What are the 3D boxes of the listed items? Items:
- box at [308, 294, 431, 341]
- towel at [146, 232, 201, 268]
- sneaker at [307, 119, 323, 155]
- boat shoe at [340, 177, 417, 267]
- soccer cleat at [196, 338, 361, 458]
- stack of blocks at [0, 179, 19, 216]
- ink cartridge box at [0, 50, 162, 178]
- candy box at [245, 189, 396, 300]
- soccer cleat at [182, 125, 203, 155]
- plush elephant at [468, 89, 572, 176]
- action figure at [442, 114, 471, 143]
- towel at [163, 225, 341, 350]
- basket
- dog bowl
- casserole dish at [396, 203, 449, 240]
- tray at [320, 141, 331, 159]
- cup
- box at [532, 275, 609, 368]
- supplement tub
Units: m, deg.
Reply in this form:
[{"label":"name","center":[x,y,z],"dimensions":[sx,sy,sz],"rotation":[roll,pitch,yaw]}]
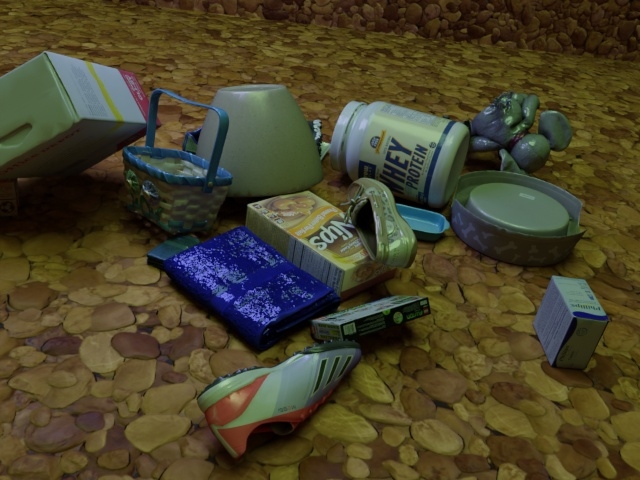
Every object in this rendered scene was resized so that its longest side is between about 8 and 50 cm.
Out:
[{"label":"box","center":[0.094,0.145,1.253],"dimensions":[0.207,0.036,0.114],"rotation":[-13,4,-30]},{"label":"towel","center":[-0.314,0.023,1.417],"dimensions":[0.067,0.029,0.119],"rotation":[18,31,20]},{"label":"sneaker","center":[-0.047,-0.293,1.905],"dimensions":[0.106,0.078,0.234],"rotation":[3,27,-2]},{"label":"boat shoe","center":[0.109,-0.048,1.393],"dimensions":[0.090,0.104,0.285],"rotation":[1,32,-23]},{"label":"soccer cleat","center":[-0.043,0.247,1.066],"dimensions":[0.318,0.108,0.116],"rotation":[-11,64,-42]},{"label":"stack of blocks","center":[-0.807,-0.160,1.547],"dimensions":[0.171,0.087,0.297],"rotation":[-6,34,-22]},{"label":"ink cartridge box","center":[-0.577,-0.266,1.469],"dimensions":[0.279,0.160,0.385],"rotation":[-25,3,12]},{"label":"candy box","center":[0.000,0.000,1.472],"dimensions":[0.183,0.087,0.317],"rotation":[-20,41,-40]},{"label":"soccer cleat","center":[-0.250,-0.293,1.838],"dimensions":[0.289,0.121,0.093],"rotation":[-25,51,-31]},{"label":"plush elephant","center":[0.592,-0.302,1.989],"dimensions":[0.272,0.255,0.330],"rotation":[-33,-4,4]},{"label":"action figure","center":[0.355,-0.340,2.083],"dimensions":[0.186,0.099,0.285],"rotation":[-25,26,-16]},{"label":"towel","center":[-0.138,0.079,1.322],"dimensions":[0.308,0.076,0.228],"rotation":[31,37,33]},{"label":"basket","center":[-0.313,-0.173,1.465],"dimensions":[0.255,0.288,0.201],"rotation":[24,15,39]},{"label":"dog bowl","center":[0.494,-0.058,1.674],"dimensions":[0.349,0.102,0.348],"rotation":[7,31,-4]},{"label":"casserole dish","center":[0.226,-0.044,1.650],"dimensions":[0.189,0.036,0.114],"rotation":[14,31,8]},{"label":"tray","center":[-0.113,-0.280,1.966],"dimensions":[0.271,0.030,0.145],"rotation":[14,31,10]},{"label":"cup","center":[-0.163,-0.263,1.651],"dimensions":[0.332,0.236,0.331],"rotation":[-3,18,1]},{"label":"box","center":[0.485,0.159,1.289],"dimensions":[0.072,0.126,0.137],"rotation":[8,31,-4]},{"label":"supplement tub","center":[0.212,-0.239,1.776],"dimensions":[0.325,0.235,0.235],"rotation":[19,33,18]}]
